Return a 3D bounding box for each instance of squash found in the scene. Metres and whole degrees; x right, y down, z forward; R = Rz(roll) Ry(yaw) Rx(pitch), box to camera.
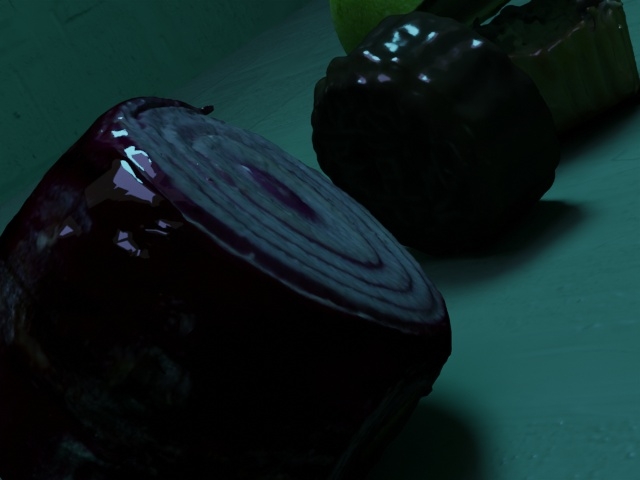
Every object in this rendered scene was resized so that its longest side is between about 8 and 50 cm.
[{"bbox_3d":[0.161,-0.276,1.337,0.233,0.210,0.309,-29,26,-12],"label":"squash"}]

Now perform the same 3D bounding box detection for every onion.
[{"bbox_3d":[-0.077,0.076,0.810,0.260,0.281,0.336,-59,-4,13],"label":"onion"}]

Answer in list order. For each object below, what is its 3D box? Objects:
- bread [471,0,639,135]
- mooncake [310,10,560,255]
[{"bbox_3d":[0.211,-0.176,1.340,0.274,0.149,0.274,-25,9,4],"label":"bread"},{"bbox_3d":[0.097,-0.092,1.132,0.124,0.228,0.228,-45,21,-25],"label":"mooncake"}]
